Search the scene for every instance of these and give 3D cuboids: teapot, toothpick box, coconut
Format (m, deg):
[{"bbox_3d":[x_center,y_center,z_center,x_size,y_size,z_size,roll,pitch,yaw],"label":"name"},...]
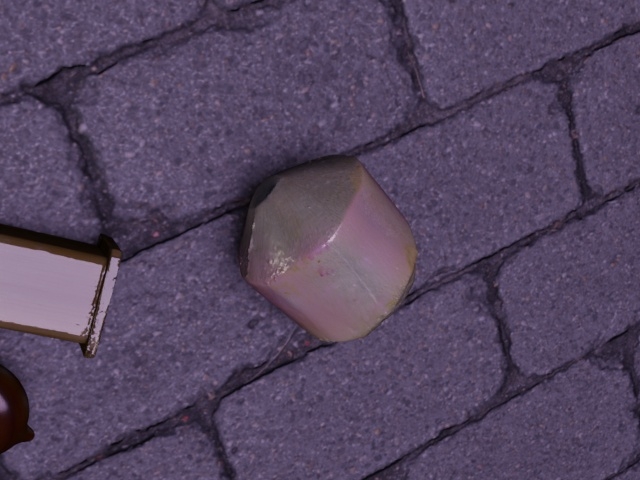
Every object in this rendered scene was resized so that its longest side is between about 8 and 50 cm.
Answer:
[{"bbox_3d":[-0.584,0.257,1.644,0.178,0.135,0.252,-38,97,18],"label":"teapot"},{"bbox_3d":[-0.505,0.060,1.603,0.308,0.190,0.187,14,95,-21],"label":"toothpick box"},{"bbox_3d":[0.000,0.000,1.764,0.297,0.297,0.309,-46,117,-9],"label":"coconut"}]
